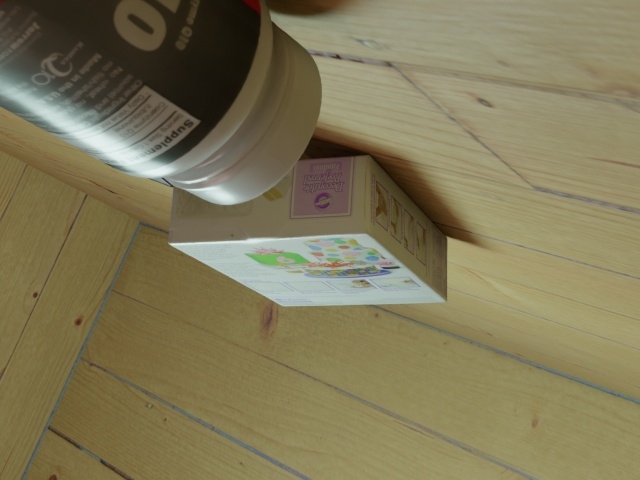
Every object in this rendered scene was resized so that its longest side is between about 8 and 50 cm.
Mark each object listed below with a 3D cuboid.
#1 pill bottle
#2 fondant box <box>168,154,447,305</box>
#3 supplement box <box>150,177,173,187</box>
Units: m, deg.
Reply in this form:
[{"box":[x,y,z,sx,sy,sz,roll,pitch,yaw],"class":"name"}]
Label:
[{"box":[-0.134,-0.138,0.691,0.161,0.161,0.283,18,172,43],"class":"pill bottle"},{"box":[0.000,0.000,1.294,0.238,0.096,0.330,-3,165,21],"class":"fondant box"},{"box":[-0.194,-0.134,1.175,0.081,0.104,0.188,22,174,11],"class":"supplement box"}]
